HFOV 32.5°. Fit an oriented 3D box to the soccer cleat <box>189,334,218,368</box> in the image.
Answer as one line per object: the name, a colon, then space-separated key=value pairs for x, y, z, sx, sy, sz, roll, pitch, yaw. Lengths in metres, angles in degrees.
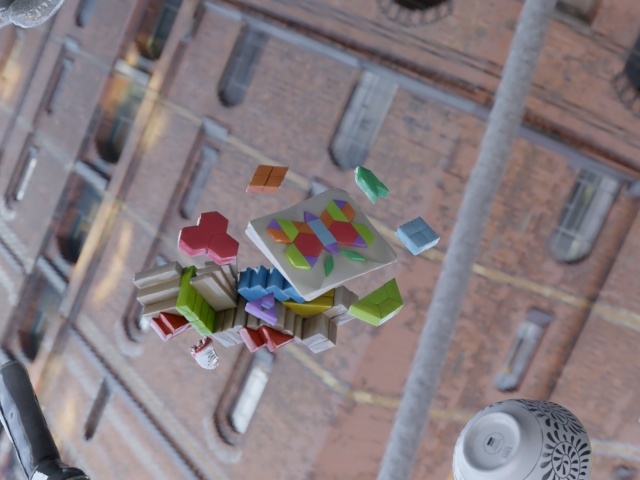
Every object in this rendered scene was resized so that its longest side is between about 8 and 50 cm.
soccer cleat: x=-0.129 y=0.129 z=1.238 sx=0.035 sy=0.029 sz=0.083 roll=51 pitch=167 yaw=0

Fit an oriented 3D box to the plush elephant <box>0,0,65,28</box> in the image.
plush elephant: x=-0.426 y=-0.481 z=1.667 sx=0.330 sy=0.271 sz=0.255 roll=-4 pitch=160 yaw=-8

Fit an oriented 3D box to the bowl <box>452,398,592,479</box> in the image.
bowl: x=0.208 y=0.241 z=1.225 sx=0.080 sy=0.170 sz=0.170 roll=41 pitch=174 yaw=-40

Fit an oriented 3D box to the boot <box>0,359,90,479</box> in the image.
boot: x=-0.389 y=0.262 z=1.502 sx=0.076 sy=0.208 sz=0.190 roll=-6 pitch=163 yaw=-36

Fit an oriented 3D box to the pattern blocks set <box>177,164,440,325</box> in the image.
pattern blocks set: x=0.000 y=0.000 z=1.481 sx=0.285 sy=0.026 sz=0.325 roll=41 pitch=-132 yaw=14

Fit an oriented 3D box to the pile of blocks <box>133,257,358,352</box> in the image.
pile of blocks: x=-0.123 y=0.113 z=1.746 sx=0.362 sy=0.149 sz=0.112 roll=1 pitch=-130 yaw=4
